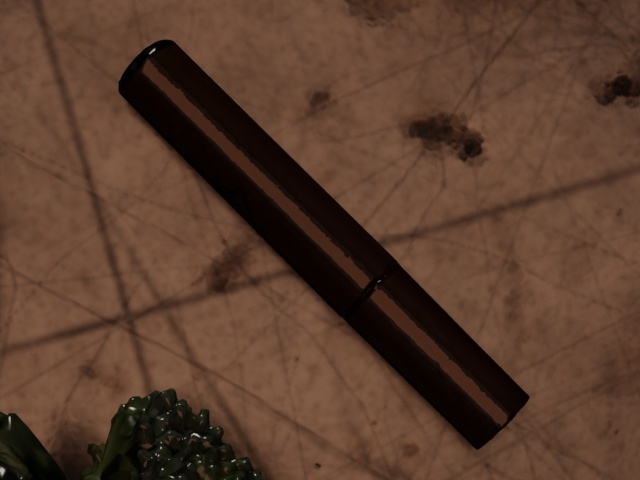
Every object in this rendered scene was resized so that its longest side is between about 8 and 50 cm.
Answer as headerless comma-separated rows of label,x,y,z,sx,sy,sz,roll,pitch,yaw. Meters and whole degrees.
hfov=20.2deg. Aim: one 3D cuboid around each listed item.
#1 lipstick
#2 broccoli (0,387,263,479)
lipstick,0.000,0.000,1.239,0.356,0.057,0.057,44,85,4
broccoli,-0.122,0.273,1.104,0.317,0.338,0.277,37,55,24
